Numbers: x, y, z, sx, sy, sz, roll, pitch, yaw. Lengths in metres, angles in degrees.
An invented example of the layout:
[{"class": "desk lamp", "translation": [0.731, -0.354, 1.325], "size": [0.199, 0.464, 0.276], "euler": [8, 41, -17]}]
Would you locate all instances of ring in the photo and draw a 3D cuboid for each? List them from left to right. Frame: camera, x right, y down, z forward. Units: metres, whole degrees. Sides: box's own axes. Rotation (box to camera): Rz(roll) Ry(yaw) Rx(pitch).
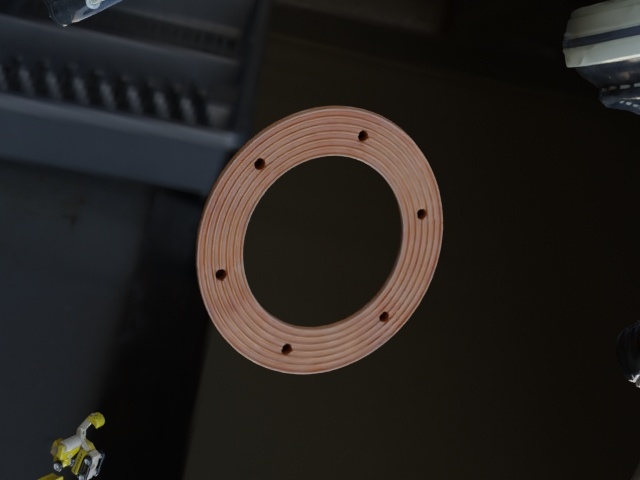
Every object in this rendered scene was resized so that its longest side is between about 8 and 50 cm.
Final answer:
[{"class": "ring", "translation": [0.000, 0.000, 1.756], "size": [0.032, 0.336, 0.337], "euler": [32, -69, 58]}]

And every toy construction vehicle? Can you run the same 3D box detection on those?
[{"class": "toy construction vehicle", "translation": [-0.265, 0.230, 1.495], "size": [0.086, 0.035, 0.098], "euler": [-24, 141, -51]}]

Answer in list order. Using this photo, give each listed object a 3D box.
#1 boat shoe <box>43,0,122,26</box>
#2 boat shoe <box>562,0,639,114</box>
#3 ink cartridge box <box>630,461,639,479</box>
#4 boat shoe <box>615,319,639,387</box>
[{"class": "boat shoe", "translation": [-0.098, -0.252, 1.129], "size": [0.114, 0.302, 0.091], "euler": [12, -57, 57]}, {"class": "boat shoe", "translation": [0.358, -0.055, 0.910], "size": [0.187, 0.500, 0.156], "euler": [-1, -100, 55]}, {"class": "ink cartridge box", "translation": [0.376, 0.297, 1.506], "size": [0.176, 0.128, 0.127], "euler": [-65, 168, 6]}, {"class": "boat shoe", "translation": [0.576, 0.143, 1.899], "size": [0.158, 0.340, 0.127], "euler": [119, -30, -61]}]
